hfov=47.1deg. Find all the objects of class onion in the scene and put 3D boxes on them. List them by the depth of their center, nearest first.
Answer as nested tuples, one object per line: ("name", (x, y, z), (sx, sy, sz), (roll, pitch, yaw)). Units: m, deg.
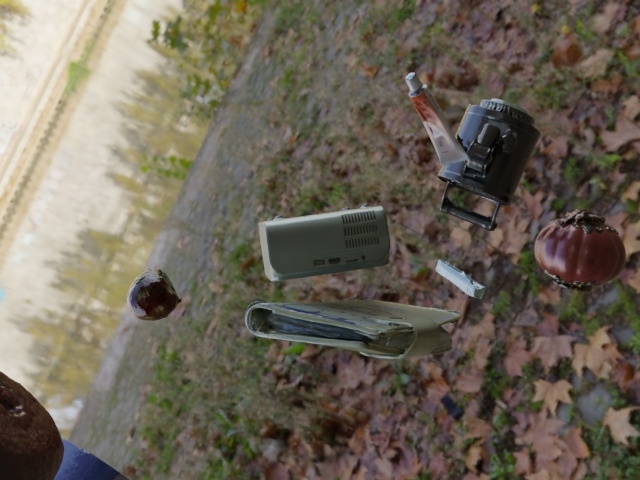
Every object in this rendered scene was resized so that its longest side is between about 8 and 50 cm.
("onion", (-0.367, 0.125, 1.604), (0.118, 0.118, 0.117), (-64, 20, 1))

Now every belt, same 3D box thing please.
("belt", (-0.437, 0.433, 1.273), (0.347, 0.212, 0.117), (-7, 40, 50))

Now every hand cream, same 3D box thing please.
("hand cream", (0.218, -0.232, 1.427), (0.038, 0.216, 0.052), (-45, 32, -17))

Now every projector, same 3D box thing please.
("projector", (0.000, 0.000, 1.260), (0.250, 0.198, 0.108), (176, 86, -84))

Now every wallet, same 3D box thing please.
("wallet", (0.065, 0.131, 1.128), (0.223, 0.309, 0.077), (10, 92, 32))

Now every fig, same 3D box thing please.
("fig", (-0.319, 0.188, 0.589), (0.201, 0.146, 0.134), (-34, 16, 10))

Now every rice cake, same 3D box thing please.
("rice cake", (0.320, 0.084, 1.687), (0.180, 0.030, 0.042), (-137, 58, -62))

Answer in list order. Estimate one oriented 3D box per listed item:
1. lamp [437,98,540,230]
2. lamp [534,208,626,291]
("lamp", (0.443, -0.226, 1.918), (0.272, 0.205, 0.374), (-61, -16, -14))
("lamp", (0.665, 0.021, 1.882), (0.227, 0.227, 0.227), (-46, 29, 36))
